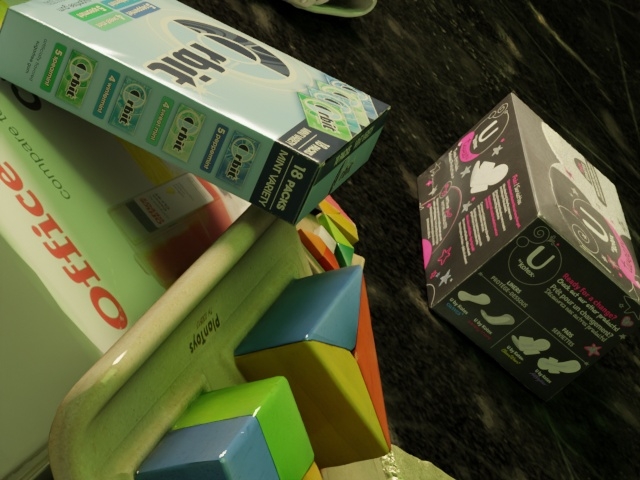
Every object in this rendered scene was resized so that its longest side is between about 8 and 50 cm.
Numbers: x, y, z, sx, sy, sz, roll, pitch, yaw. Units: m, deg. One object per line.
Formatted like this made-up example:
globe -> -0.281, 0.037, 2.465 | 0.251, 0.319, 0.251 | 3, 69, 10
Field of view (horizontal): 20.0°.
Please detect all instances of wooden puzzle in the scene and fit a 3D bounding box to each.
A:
wooden puzzle -> -0.002, 0.166, 0.941 | 0.322, 0.081, 0.347 | -51, 129, -64
wooden puzzle -> 0.000, 0.000, 1.126 | 0.078, 0.014, 0.116 | 43, 24, -21

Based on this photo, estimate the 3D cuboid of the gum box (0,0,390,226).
gum box -> -0.067, -0.083, 1.002 | 0.184, 0.041, 0.157 | 26, 20, 7

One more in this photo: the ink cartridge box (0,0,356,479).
ink cartridge box -> -0.170, -0.022, 1.069 | 0.279, 0.160, 0.385 | 50, 22, 3

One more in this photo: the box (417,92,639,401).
box -> 0.201, 0.002, 1.735 | 0.163, 0.142, 0.247 | 39, 24, -20

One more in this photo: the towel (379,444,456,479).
towel -> 0.096, 0.217, 1.340 | 0.148, 0.027, 0.110 | 34, 27, -33

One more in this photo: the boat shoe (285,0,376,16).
boat shoe -> -0.013, -0.286, 1.883 | 0.084, 0.095, 0.258 | 51, 23, 20
